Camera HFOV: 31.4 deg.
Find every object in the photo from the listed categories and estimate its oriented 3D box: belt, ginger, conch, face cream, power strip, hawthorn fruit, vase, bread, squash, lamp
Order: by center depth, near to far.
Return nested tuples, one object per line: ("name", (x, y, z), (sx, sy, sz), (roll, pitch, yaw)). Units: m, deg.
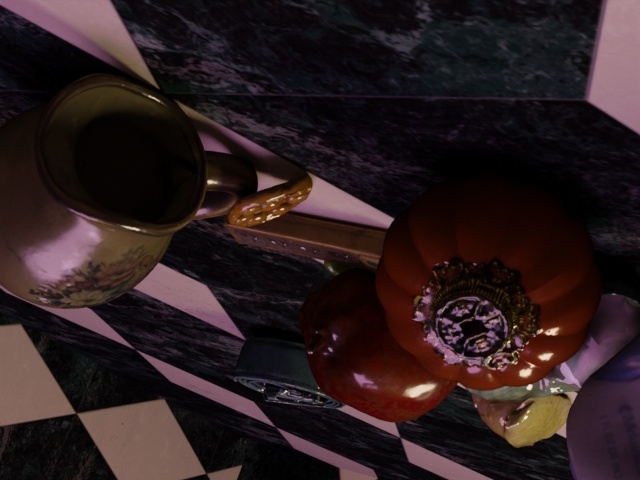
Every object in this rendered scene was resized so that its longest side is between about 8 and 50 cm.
("face cream", (0.376, 0.162, 1.063), (0.137, 0.235, 0.420), (3, 155, -24))
("lamp", (0.164, 0.042, 1.128), (0.223, 0.223, 0.196), (18, -153, 8))
("conch", (0.243, 0.097, 1.290), (0.277, 0.195, 0.220), (40, 143, 15))
("vase", (-0.220, -0.058, 1.308), (0.329, 0.241, 0.302), (-2, 165, -38))
("bread", (-0.058, -0.045, 1.321), (0.110, 0.024, 0.110), (-22, 169, -4))
("power strip", (0.000, 0.000, 1.464), (0.305, 0.044, 0.064), (11, 160, 28))
("hawthorn fruit", (0.068, 0.130, 1.475), (0.208, 0.208, 0.248), (5, 175, 42))
("squash", (0.036, 0.047, 1.605), (0.027, 0.027, 0.089), (3, 158, 45))
("ginger", (0.334, 0.278, 1.893), (0.122, 0.115, 0.193), (35, -177, 39))
("belt", (-0.059, 0.262, 2.234), (0.267, 0.116, 0.206), (-1, 158, 45))
